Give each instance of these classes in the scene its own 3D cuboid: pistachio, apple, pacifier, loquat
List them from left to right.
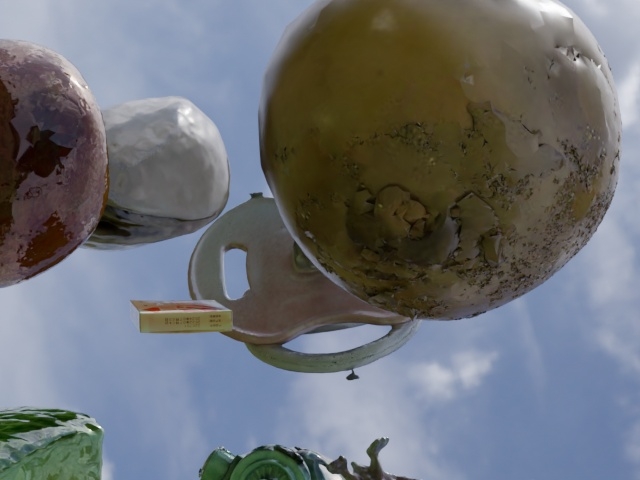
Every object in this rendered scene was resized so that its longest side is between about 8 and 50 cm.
[{"bbox_3d":[-0.257,-0.062,1.289,0.160,0.173,0.195,155,-82,-72],"label":"apple"},{"bbox_3d":[-0.177,-0.062,1.571,0.153,0.238,0.137,33,-59,21],"label":"pistachio"},{"bbox_3d":[0.002,0.008,1.927,0.220,0.332,0.273,-90,171,-79],"label":"pacifier"},{"bbox_3d":[0.073,-0.064,1.018,0.235,0.235,0.235,20,-64,50],"label":"loquat"}]

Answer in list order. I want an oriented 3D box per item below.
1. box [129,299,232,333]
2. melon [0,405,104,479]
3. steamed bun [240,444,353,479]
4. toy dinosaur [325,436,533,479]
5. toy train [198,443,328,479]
[{"bbox_3d":[-0.090,0.048,1.036,0.093,0.058,0.015,-168,-101,-80],"label":"box"},{"bbox_3d":[-0.309,0.256,1.044,0.344,0.331,0.226,-7,-46,37],"label":"melon"},{"bbox_3d":[-0.062,0.452,2.096,0.334,0.334,0.374,32,-88,46],"label":"steamed bun"},{"bbox_3d":[0.051,0.183,1.059,0.108,0.220,0.032,59,-30,21],"label":"toy dinosaur"},{"bbox_3d":[0.002,0.300,1.379,0.301,0.120,0.202,29,-90,15],"label":"toy train"}]
